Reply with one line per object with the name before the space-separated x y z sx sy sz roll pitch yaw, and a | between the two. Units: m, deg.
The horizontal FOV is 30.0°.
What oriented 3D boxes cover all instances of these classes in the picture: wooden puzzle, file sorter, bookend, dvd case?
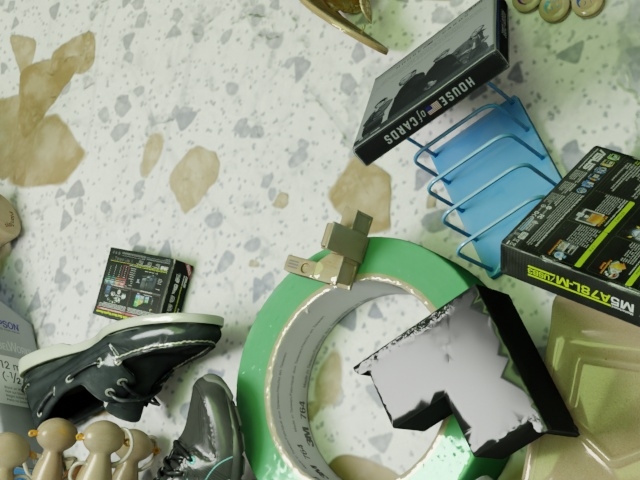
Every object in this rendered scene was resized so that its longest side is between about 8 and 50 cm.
wooden puzzle | 0.339 0.234 1.072 0.322 0.080 0.348 6 84 36
file sorter | 0.174 -0.070 1.255 0.118 0.104 0.170 -34 59 21
bookend | 0.136 0.151 1.137 0.156 0.072 0.157 -38 60 24
dvd case | 0.122 -0.179 1.276 0.179 0.029 0.239 -35 15 22

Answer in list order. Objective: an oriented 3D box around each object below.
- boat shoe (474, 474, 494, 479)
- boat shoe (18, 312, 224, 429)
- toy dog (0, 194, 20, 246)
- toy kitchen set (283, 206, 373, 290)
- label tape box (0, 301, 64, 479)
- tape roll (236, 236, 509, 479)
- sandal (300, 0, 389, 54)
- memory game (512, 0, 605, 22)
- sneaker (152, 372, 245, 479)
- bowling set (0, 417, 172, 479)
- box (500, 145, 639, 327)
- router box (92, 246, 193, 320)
boat shoe | 0.105 0.383 1.172 0.119 0.121 0.335 41 112 27
boat shoe | -0.247 0.170 1.460 0.340 0.127 0.113 -17 68 32
toy dog | -0.572 -0.076 1.675 0.220 0.334 0.161 -22 44 1
toy kitchen set | 0.000 0.000 1.281 0.075 0.068 0.083 14 83 37
label tape box | -0.503 0.212 1.635 0.249 0.115 0.348 -33 57 22
tape roll | 0.058 0.158 1.284 0.321 0.077 0.321 -11 69 32
sandal | 0.013 -0.311 1.449 0.240 0.088 0.079 41 106 41
memory game | 0.277 -0.328 1.319 0.186 0.012 0.186 -11 71 32
sneaker | -0.144 0.281 1.319 0.101 0.106 0.267 -163 76 -71
bowling set | -0.281 0.268 1.419 0.200 0.287 0.154 22 100 65
box | 0.293 -0.005 1.112 0.184 0.045 0.190 23 47 30
router box | -0.228 0.064 1.533 0.122 0.038 0.092 10 81 37
